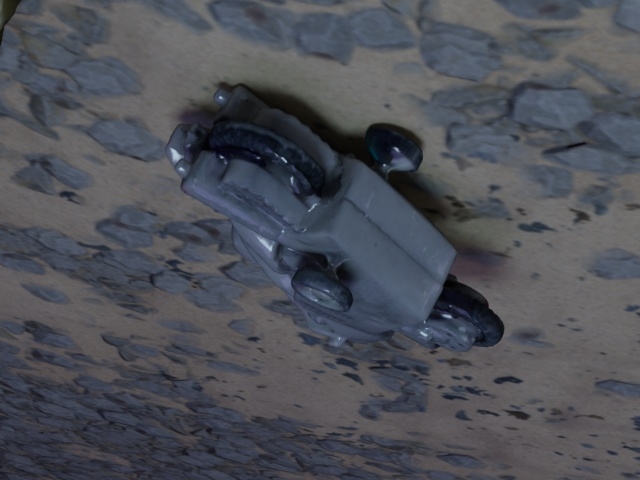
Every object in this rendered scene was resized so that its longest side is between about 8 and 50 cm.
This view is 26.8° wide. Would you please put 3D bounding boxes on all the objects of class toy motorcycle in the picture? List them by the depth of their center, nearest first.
[{"bbox_3d":[0.000,0.000,0.869,0.171,0.110,0.260,4,152,49],"label":"toy motorcycle"}]

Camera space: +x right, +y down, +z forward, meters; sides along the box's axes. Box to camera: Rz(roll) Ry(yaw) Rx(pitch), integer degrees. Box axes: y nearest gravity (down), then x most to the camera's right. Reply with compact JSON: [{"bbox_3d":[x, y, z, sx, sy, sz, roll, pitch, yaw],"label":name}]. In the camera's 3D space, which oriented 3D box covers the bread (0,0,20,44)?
[{"bbox_3d":[-0.286,-0.134,0.652,0.236,0.183,0.389,11,156,-37],"label":"bread"}]
